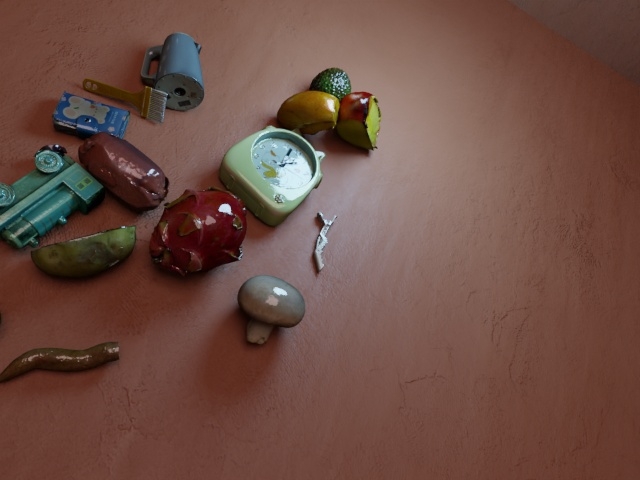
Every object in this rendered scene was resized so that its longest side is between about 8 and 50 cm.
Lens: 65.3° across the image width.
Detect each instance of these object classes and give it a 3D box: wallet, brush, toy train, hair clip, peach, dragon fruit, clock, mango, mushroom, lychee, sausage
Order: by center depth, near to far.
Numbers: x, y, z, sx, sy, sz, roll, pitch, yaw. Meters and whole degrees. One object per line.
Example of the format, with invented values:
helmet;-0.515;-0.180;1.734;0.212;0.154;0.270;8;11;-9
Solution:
toy train;-0.758;-0.108;1.359;0.194;0.120;0.298;43;54;-6
mushroom;-0.152;0.203;1.431;0.204;0.204;0.204;9;62;-18
dragon fruit;-0.332;-0.028;1.441;0.314;0.250;0.251;-9;68;-46
sausage;-0.573;-0.201;1.466;0.279;0.152;0.152;37;57;-3
wallet;-0.712;-0.376;1.552;0.202;0.059;0.141;14;54;-18
brush;-0.638;-0.471;1.623;0.272;0.103;0.013;16;23;-5
hair clip;0.000;0.000;1.673;0.072;0.034;0.226;20;61;-8
clock;-0.139;-0.241;1.688;0.286;0.117;0.348;44;56;3
mango;-0.045;-0.454;1.778;0.154;0.252;0.126;42;55;-53
peach;0.131;-0.461;1.829;0.153;0.267;0.159;9;77;20
lychee;0.038;-0.577;1.914;0.171;0.171;0.171;9;62;-18

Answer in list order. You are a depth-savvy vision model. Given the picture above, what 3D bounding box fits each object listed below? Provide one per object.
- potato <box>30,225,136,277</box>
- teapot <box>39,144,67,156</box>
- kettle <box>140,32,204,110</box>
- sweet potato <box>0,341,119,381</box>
potato;-0.618;0.039;1.342;0.271;0.160;0.111;-17;96;-29
teapot;-0.783;-0.245;1.453;0.100;0.068;0.045;-23;74;7
kettle;-0.507;-0.582;1.707;0.210;0.160;0.243;-12;59;3
sweet potato;-0.650;0.296;1.240;0.281;0.059;0.067;-2;101;-20
